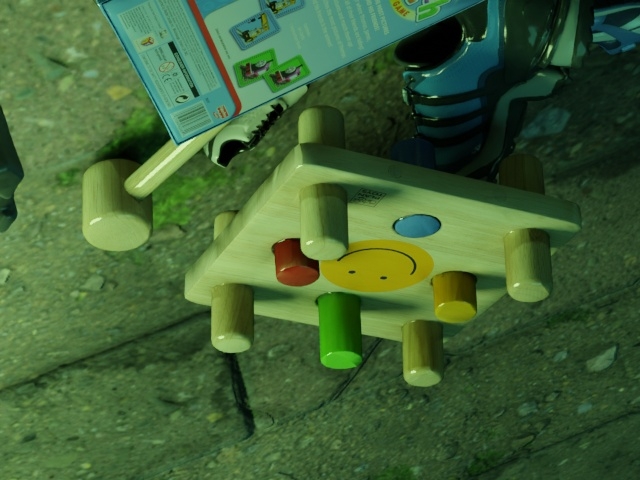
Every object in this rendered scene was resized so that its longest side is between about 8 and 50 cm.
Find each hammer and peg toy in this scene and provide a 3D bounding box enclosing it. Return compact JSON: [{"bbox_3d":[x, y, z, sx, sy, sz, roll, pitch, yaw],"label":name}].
[{"bbox_3d":[0.000,0.000,1.475,0.361,0.127,0.266,12,149,-23],"label":"hammer and peg toy"}]

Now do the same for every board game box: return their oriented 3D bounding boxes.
[{"bbox_3d":[-0.014,-0.149,1.048,0.211,0.039,0.160,-24,151,0],"label":"board game box"}]

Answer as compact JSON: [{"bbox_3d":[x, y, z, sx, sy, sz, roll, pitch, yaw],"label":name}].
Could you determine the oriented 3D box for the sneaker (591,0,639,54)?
[{"bbox_3d":[0.268,-0.195,1.574,0.144,0.053,0.059,-1,137,-18],"label":"sneaker"}]

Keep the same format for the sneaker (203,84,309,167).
[{"bbox_3d":[-0.051,-0.099,1.502,0.109,0.044,0.040,-36,141,10],"label":"sneaker"}]

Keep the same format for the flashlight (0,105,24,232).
[{"bbox_3d":[-0.272,-0.116,1.125,0.103,0.304,0.103,-8,141,-22],"label":"flashlight"}]

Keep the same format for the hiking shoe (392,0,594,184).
[{"bbox_3d":[0.115,-0.130,1.542,0.132,0.113,0.304,22,135,-10],"label":"hiking shoe"}]

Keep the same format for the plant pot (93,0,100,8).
[{"bbox_3d":[-0.077,-0.230,1.146,0.263,0.229,0.263,-19,150,-12],"label":"plant pot"}]
